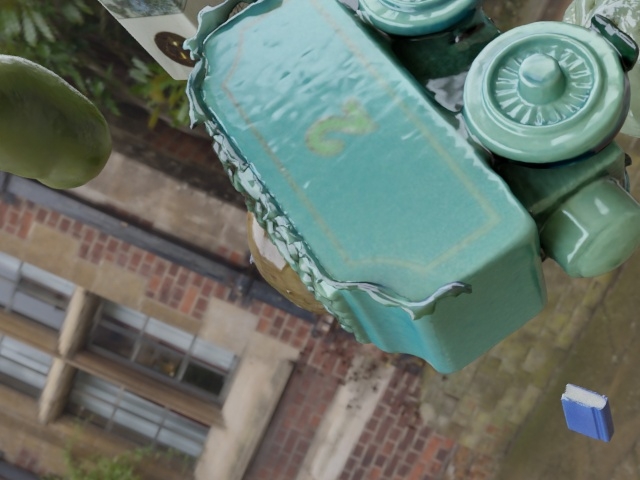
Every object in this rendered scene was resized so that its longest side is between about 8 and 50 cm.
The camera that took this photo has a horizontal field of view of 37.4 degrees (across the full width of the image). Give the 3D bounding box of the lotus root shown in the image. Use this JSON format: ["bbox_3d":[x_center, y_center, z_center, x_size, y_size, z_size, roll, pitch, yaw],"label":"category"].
[{"bbox_3d":[0.000,0.000,0.964,0.257,0.154,0.140,44,-130,-65],"label":"lotus root"}]

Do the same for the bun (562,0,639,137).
[{"bbox_3d":[0.325,-0.197,0.936,0.195,0.118,0.195,7,99,53],"label":"bun"}]

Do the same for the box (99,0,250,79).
[{"bbox_3d":[-0.130,-0.260,0.722,0.256,0.069,0.164,45,-129,-56],"label":"box"}]

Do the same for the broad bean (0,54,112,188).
[{"bbox_3d":[-0.272,-0.114,0.894,0.082,0.174,0.124,-26,54,28],"label":"broad bean"}]

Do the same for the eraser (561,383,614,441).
[{"bbox_3d":[0.381,0.246,1.344,0.027,0.063,0.084,-51,-42,-27],"label":"eraser"}]

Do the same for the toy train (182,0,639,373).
[{"bbox_3d":[0.043,-0.046,0.434,0.163,0.203,0.112,-36,-32,-1],"label":"toy train"}]
